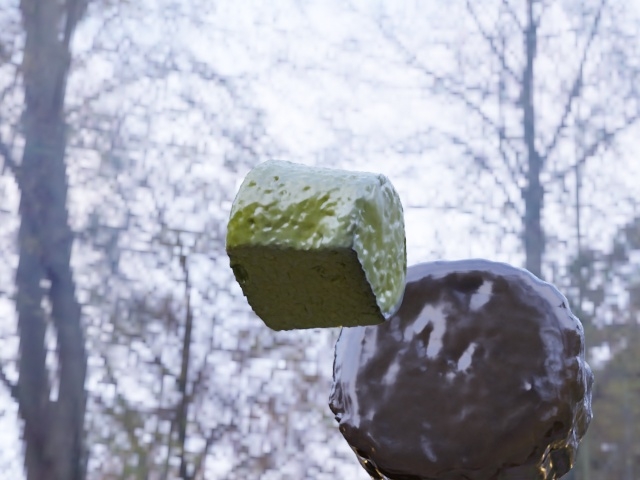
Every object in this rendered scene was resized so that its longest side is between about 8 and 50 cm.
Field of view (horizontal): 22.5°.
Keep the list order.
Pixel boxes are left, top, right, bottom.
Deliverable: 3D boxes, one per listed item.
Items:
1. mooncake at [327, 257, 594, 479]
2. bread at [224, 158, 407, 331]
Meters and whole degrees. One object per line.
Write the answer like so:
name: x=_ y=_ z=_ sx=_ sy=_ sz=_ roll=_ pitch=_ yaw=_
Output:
mooncake: x=0.175 y=0.188 z=1.991 sx=0.324 sy=0.324 sz=0.187 roll=-5 pitch=-31 yaw=14
bread: x=0.000 y=0.000 z=1.183 sx=0.114 sy=0.111 sz=0.129 roll=5 pitch=-36 yaw=28
